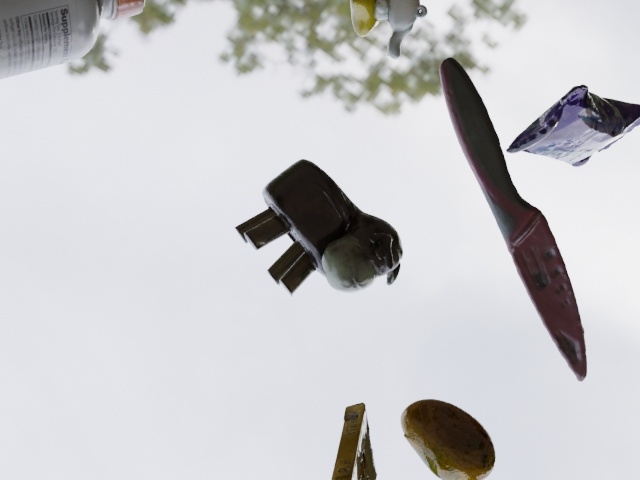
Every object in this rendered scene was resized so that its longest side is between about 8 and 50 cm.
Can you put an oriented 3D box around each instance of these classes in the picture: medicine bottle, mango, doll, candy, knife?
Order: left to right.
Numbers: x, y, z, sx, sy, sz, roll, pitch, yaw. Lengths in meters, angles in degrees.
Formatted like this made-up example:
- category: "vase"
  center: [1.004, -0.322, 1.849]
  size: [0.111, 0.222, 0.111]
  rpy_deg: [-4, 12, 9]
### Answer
- category: "medicine bottle"
  center: [-0.320, -0.234, 1.523]
  size: [0.289, 0.157, 0.157]
  rpy_deg: [-18, -120, -21]
- category: "doll"
  center: [0.097, -0.334, 2.183]
  size: [0.113, 0.135, 0.071]
  rpy_deg: [40, -156, 22]
- category: "mango"
  center: [0.135, 0.214, 1.680]
  size: [0.114, 0.057, 0.079]
  rpy_deg: [35, -120, 9]
- category: "knife"
  center: [0.141, -0.016, 1.109]
  size: [0.247, 0.035, 0.018]
  rpy_deg: [65, -163, -1]
- category: "candy"
  center: [0.366, -0.158, 2.220]
  size: [0.275, 0.145, 0.070]
  rpy_deg: [4, -126, -58]

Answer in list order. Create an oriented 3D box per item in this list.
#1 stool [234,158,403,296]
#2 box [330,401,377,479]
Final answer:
- category: "stool"
  center: [0.000, 0.000, 1.642]
  size: [0.217, 0.121, 0.125]
  rpy_deg: [42, 167, 45]
- category: "box"
  center: [0.028, 0.200, 1.309]
  size: [0.020, 0.073, 0.149]
  rpy_deg: [-7, -159, 10]
